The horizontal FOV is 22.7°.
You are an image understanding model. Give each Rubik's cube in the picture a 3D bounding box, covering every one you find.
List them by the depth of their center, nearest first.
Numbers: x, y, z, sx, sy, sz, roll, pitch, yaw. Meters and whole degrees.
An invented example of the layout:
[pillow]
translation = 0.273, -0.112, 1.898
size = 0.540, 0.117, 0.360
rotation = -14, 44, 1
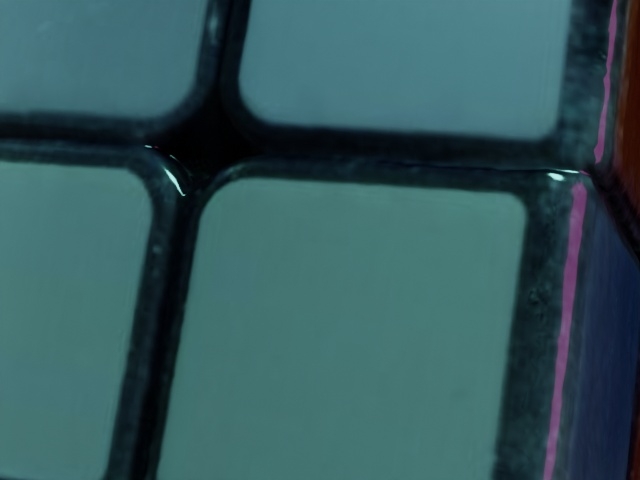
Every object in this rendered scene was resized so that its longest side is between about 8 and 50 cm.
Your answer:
[Rubik's cube]
translation = 0.000, 0.000, 0.742
size = 0.318, 0.316, 0.313
rotation = 40, 57, -68
